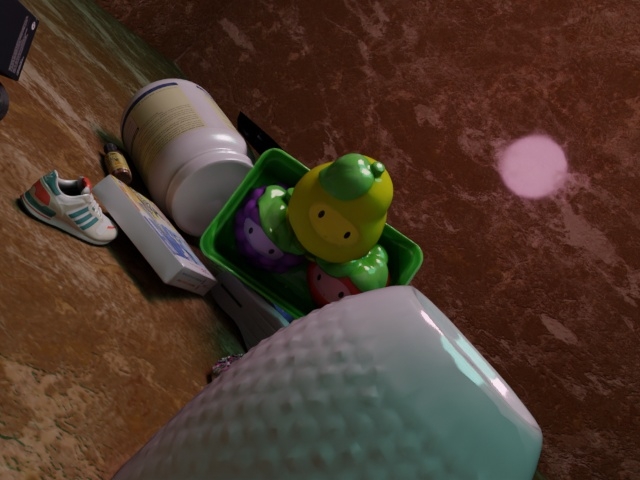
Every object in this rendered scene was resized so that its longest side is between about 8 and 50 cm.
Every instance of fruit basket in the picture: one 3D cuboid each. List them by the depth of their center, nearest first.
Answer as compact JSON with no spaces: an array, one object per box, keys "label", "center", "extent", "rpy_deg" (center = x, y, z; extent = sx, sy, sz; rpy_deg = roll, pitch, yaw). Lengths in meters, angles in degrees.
[{"label":"fruit basket","center":[0.000,0.000,1.013],"extent":[0.392,0.283,0.392],"rpy_deg":[34,-10,7]}]

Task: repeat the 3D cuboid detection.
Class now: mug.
[{"label":"mug","center":[0.044,0.244,0.489],"extent":[0.374,0.328,0.276],"rpy_deg":[49,9,19]}]

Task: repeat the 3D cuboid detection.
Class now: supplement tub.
[{"label":"supplement tub","center":[-0.286,-0.184,1.239],"extent":[0.235,0.235,0.325],"rpy_deg":[36,13,-52]}]

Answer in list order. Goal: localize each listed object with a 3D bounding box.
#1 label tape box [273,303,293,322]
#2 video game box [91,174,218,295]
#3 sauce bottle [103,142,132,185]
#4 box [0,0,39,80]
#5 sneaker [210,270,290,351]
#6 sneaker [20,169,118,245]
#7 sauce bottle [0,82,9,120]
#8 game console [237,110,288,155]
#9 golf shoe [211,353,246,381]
[{"label":"label tape box","center":[-0.034,0.048,1.371],"extent":[0.106,0.240,0.334],"rpy_deg":[45,8,-8]},{"label":"video game box","center":[-0.276,-0.002,0.961],"extent":[0.205,0.048,0.187],"rpy_deg":[48,-5,12]},{"label":"sauce bottle","center":[-0.416,-0.156,1.137],"extent":[0.042,0.042,0.128],"rpy_deg":[38,9,-47]},{"label":"box","center":[-0.515,-0.303,0.683],"extent":[0.261,0.103,0.184],"rpy_deg":[20,-1,-13]},{"label":"sneaker","center":[-0.101,0.153,1.036],"extent":[0.258,0.094,0.091],"rpy_deg":[50,13,29]},{"label":"sneaker","center":[-0.347,-0.049,0.822],"extent":[0.057,0.075,0.161],"rpy_deg":[52,10,35]},{"label":"sauce bottle","center":[-0.483,-0.174,0.626],"extent":[0.111,0.111,0.344],"rpy_deg":[45,7,-6]},{"label":"game console","center":[-0.048,-0.154,1.308],"extent":[0.361,0.044,0.213],"rpy_deg":[36,10,-50]},{"label":"golf shoe","center":[-0.087,0.217,0.868],"extent":[0.186,0.086,0.067],"rpy_deg":[8,0,-44]}]
